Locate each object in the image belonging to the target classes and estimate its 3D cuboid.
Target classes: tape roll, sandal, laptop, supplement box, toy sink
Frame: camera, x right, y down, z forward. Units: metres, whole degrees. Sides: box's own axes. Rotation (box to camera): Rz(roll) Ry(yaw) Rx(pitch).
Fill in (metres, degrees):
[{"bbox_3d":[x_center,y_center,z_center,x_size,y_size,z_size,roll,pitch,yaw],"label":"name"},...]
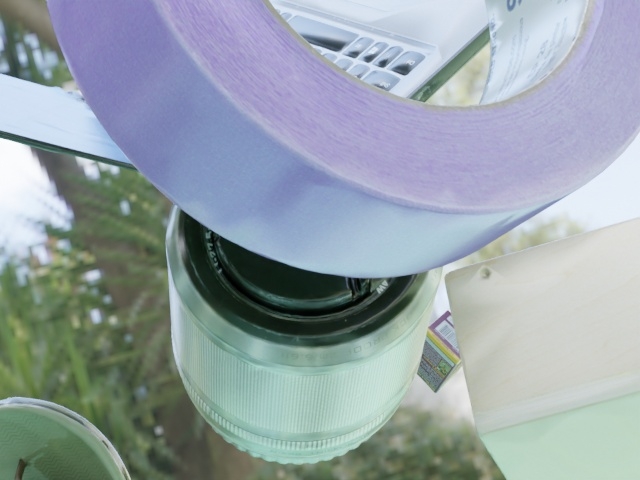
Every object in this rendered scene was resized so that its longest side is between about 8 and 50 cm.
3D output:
[{"bbox_3d":[0.020,-0.126,0.768,0.274,0.275,0.090,-7,-17,-31],"label":"tape roll"},{"bbox_3d":[-0.210,0.270,1.532,0.120,0.303,0.086,-34,-4,21],"label":"sandal"},{"bbox_3d":[-0.120,-0.173,1.195,0.408,0.236,0.382,-42,30,-11],"label":"laptop"},{"bbox_3d":[0.138,0.127,1.975,0.043,0.055,0.083,-38,-12,-33],"label":"supplement box"},{"bbox_3d":[0.193,0.096,1.227,0.152,0.131,0.234,-17,-29,12],"label":"toy sink"}]

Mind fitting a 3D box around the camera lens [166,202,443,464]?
[{"bbox_3d":[-0.017,0.047,1.449,0.219,0.219,0.274,-14,-26,-10],"label":"camera lens"}]
